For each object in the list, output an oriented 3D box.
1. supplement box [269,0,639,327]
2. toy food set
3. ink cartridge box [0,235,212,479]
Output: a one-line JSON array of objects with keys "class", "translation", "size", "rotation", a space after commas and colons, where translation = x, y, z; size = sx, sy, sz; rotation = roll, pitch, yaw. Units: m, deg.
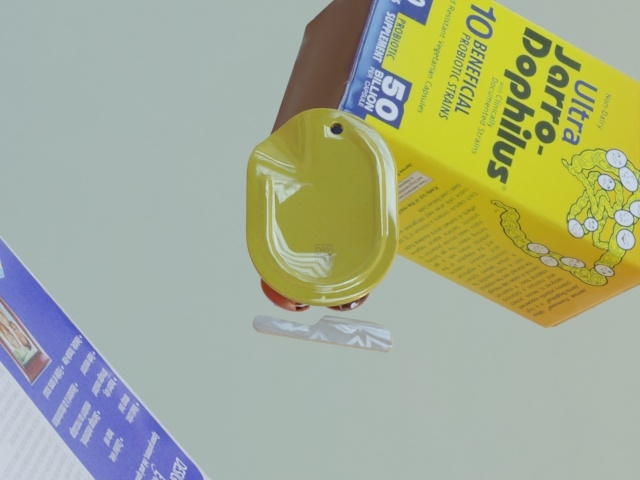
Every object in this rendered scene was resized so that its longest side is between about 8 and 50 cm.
[{"class": "supplement box", "translation": [0.151, -0.092, 1.882], "size": [0.195, 0.356, 0.194], "rotation": [-34, -146, 58]}, {"class": "toy food set", "translation": [0.000, 0.000, 1.628], "size": [0.071, 0.128, 0.218], "rotation": [96, -4, -67]}, {"class": "ink cartridge box", "translation": [-0.149, 0.117, 0.974], "size": [0.072, 0.307, 0.303], "rotation": [-37, -172, 9]}]
